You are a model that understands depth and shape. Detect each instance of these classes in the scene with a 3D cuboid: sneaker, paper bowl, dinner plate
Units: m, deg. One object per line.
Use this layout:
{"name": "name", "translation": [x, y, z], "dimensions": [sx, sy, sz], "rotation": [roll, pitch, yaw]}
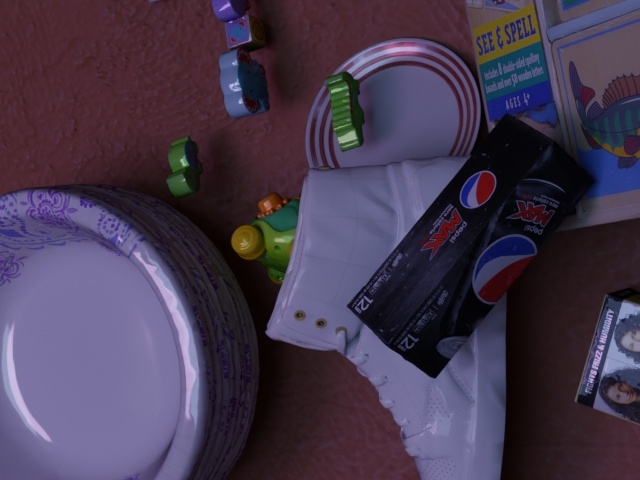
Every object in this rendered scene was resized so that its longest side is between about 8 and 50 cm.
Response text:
{"name": "sneaker", "translation": [0.046, 0.084, 1.136], "dimensions": [0.169, 0.108, 0.292], "rotation": [-2, 98, -2]}
{"name": "paper bowl", "translation": [-0.179, 0.096, 1.267], "dimensions": [0.284, 0.148, 0.284], "rotation": [2, 94, 26]}
{"name": "dinner plate", "translation": [0.055, -0.085, 1.190], "dimensions": [0.141, 0.017, 0.141], "rotation": [-8, 69, 23]}

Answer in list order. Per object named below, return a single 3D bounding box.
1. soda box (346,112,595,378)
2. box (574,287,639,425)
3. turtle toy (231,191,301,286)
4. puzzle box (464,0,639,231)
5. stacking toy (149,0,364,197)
{"name": "soda box", "translation": [0.098, 0.003, 1.040], "dimensions": [0.169, 0.053, 0.060], "rotation": [-51, 38, 2]}
{"name": "box", "translation": [0.297, 0.107, 1.080], "dimensions": [0.232, 0.058, 0.087], "rotation": [20, 102, 24]}
{"name": "turtle toy", "translation": [0.000, 0.000, 1.209], "dimensions": [0.130, 0.095, 0.066], "rotation": [10, 75, 25]}
{"name": "puzzle box", "translation": [0.216, -0.154, 0.973], "dimensions": [0.409, 0.052, 0.272], "rotation": [-14, 86, 65]}
{"name": "stacking toy", "translation": [-0.064, -0.155, 1.223], "dimensions": [0.167, 0.052, 0.221], "rotation": [-17, 75, 27]}
